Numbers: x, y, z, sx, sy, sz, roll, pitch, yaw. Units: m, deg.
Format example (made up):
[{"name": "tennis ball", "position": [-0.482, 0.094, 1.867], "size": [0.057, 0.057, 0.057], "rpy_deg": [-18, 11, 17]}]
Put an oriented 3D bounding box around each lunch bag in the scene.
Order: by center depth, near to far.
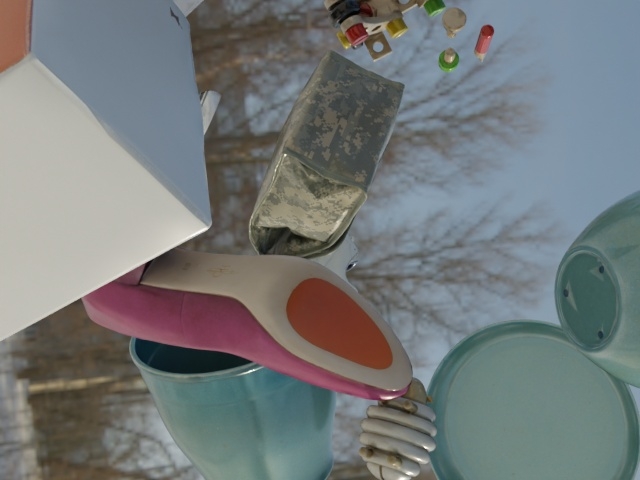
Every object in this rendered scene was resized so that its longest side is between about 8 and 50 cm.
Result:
[{"name": "lunch bag", "position": [0.000, -0.114, 1.860], "size": [0.287, 0.169, 0.235], "rpy_deg": [-57, -171, 55]}]

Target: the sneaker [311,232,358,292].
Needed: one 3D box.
[{"name": "sneaker", "position": [0.000, 0.000, 2.088], "size": [0.111, 0.129, 0.297], "rpy_deg": [121, -27, -54]}]

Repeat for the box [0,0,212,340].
[{"name": "box", "position": [-0.263, -0.051, 0.755], "size": [0.168, 0.345, 0.215], "rpy_deg": [47, 23, -43]}]

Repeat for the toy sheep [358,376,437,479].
[{"name": "toy sheep", "position": [0.079, 0.206, 1.206], "size": [0.132, 0.091, 0.091], "rpy_deg": [-68, -165, -10]}]

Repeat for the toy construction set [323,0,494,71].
[{"name": "toy construction set", "position": [0.160, -0.401, 2.060], "size": [0.309, 0.257, 0.237], "rpy_deg": [36, -6, 8]}]

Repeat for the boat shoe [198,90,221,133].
[{"name": "boat shoe", "position": [-0.130, -0.086, 0.994], "size": [0.142, 0.040, 0.049], "rpy_deg": [-44, -157, 48]}]

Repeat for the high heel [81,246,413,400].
[{"name": "high heel", "position": [-0.086, 0.093, 1.225], "size": [0.377, 0.127, 0.181], "rpy_deg": [32, -45, 13]}]

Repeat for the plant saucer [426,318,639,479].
[{"name": "plant saucer", "position": [0.303, 0.270, 1.663], "size": [0.044, 0.318, 0.317], "rpy_deg": [-5, 90, -64]}]

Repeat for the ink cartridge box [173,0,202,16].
[{"name": "ink cartridge box", "position": [-0.239, -0.383, 1.460], "size": [0.395, 0.285, 0.166], "rpy_deg": [1, -44, 55]}]

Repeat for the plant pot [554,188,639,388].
[{"name": "plant pot", "position": [0.410, 0.065, 1.439], "size": [0.290, 0.195, 0.290], "rpy_deg": [176, -90, -65]}]

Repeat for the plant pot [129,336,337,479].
[{"name": "plant pot", "position": [-0.097, 0.218, 1.590], "size": [0.271, 0.272, 0.255], "rpy_deg": [-134, -152, -63]}]
